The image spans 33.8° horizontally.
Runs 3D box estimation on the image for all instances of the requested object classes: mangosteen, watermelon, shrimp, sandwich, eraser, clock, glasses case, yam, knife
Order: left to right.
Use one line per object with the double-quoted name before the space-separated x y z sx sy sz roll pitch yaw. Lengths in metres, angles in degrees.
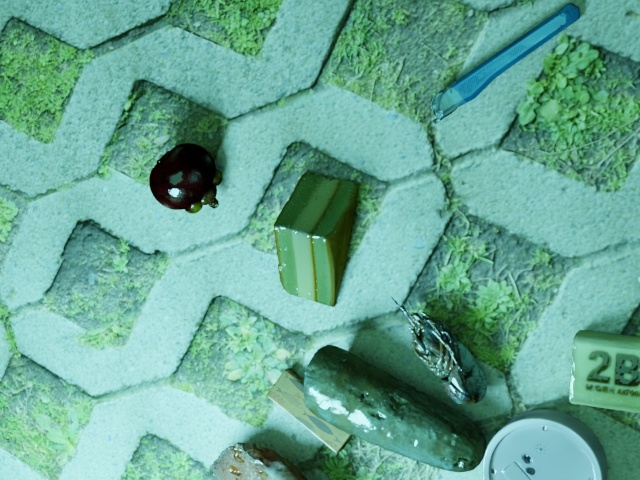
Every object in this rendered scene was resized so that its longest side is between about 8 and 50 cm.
"mangosteen" -0.241 -0.107 1.935 0.140 0.140 0.140 3 97 23
"watermelon" -0.090 0.469 1.938 0.257 0.140 0.192 39 114 25
"glasses case" -0.013 0.309 1.921 0.170 0.041 0.064 37 97 16
"sandwich" 0.000 0.000 1.895 0.117 0.144 0.187 16 138 21
"yam" 0.130 0.299 1.819 0.330 0.133 0.133 23 105 14
"shrimp" 0.196 0.184 1.800 0.233 0.079 0.090 49 149 14
"knife" 0.298 -0.290 1.729 0.297 0.026 0.044 -33 85 20
"clock" 0.373 0.383 1.749 0.197 0.068 0.196 3 97 23
"eraser" 0.489 0.212 1.685 0.172 0.058 0.117 6 99 22

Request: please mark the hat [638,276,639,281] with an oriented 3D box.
"hat" 0.556 0.138 1.558 0.203 0.203 0.126 12 71 22
